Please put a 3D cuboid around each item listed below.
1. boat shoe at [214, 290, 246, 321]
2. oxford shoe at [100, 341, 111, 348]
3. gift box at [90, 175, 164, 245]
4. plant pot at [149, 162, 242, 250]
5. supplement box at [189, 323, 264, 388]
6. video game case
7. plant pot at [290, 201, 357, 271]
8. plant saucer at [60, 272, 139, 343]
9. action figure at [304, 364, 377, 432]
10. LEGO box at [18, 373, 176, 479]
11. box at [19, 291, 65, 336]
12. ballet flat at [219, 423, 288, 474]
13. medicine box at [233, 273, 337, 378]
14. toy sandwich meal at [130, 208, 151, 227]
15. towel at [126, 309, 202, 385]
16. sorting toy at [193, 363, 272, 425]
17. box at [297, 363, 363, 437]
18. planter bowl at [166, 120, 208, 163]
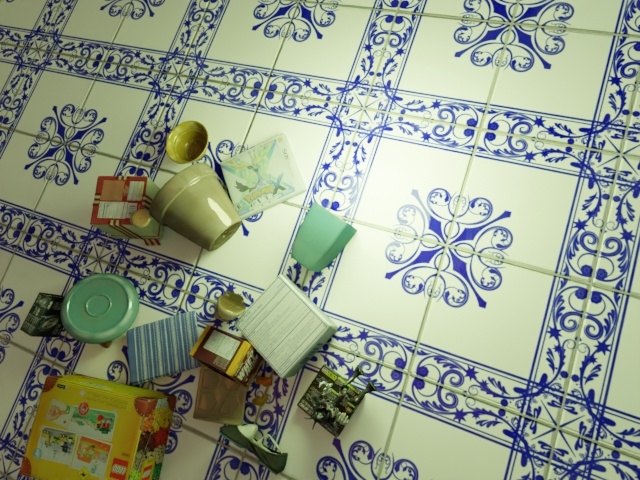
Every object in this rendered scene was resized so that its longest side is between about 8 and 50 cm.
[{"bbox_3d":[-0.357,0.269,1.637,0.109,0.302,0.098,28,88,-9],"label":"boat shoe"},{"bbox_3d":[-1.001,0.404,1.878,0.212,0.076,0.076,32,117,25],"label":"oxford shoe"},{"bbox_3d":[-0.807,-0.125,1.865,0.276,0.258,0.255,6,76,2],"label":"gift box"},{"bbox_3d":[-0.492,-0.116,1.775,0.280,0.323,0.323,44,90,4],"label":"plant pot"},{"bbox_3d":[-0.350,0.442,1.612,0.194,0.191,0.129,18,63,23],"label":"supplement box"},{"bbox_3d":[-0.259,-0.283,1.879,0.329,0.036,0.300,-24,71,8],"label":"video game case"},{"bbox_3d":[0.000,0.000,1.677,0.165,0.166,0.234,34,93,20],"label":"plant pot"},{"bbox_3d":[-0.958,0.284,1.839,0.317,0.044,0.317,4,66,-9],"label":"plant saucer"},{"bbox_3d":[0.056,0.560,1.482,0.275,0.141,0.164,-39,70,-2],"label":"action figure"},{"bbox_3d":[-0.874,0.766,1.682,0.500,0.193,0.372,6,77,16],"label":"LEGO box"},{"bbox_3d":[-1.219,0.336,1.907,0.077,0.147,0.180,21,81,19],"label":"box"},{"bbox_3d":[-0.241,0.750,1.581,0.280,0.095,0.096,33,75,6],"label":"ballet flat"},{"bbox_3d":[-0.131,0.326,1.630,0.289,0.149,0.263,43,89,20],"label":"medicine box"},{"bbox_3d":[-0.722,-0.086,1.707,0.085,0.029,0.085,0,78,-1],"label":"toy sandwich meal"},{"bbox_3d":[-0.664,0.456,1.799,0.336,0.040,0.243,-17,71,8],"label":"towel"},{"bbox_3d":[-0.343,0.603,1.675,0.307,0.041,0.229,3,73,14],"label":"sorting toy"},{"bbox_3d":[0.038,0.591,1.575,0.190,0.045,0.184,32,83,20],"label":"box"},{"bbox_3d":[-0.599,-0.440,1.978,0.217,0.090,0.217,-4,75,14],"label":"planter bowl"}]
